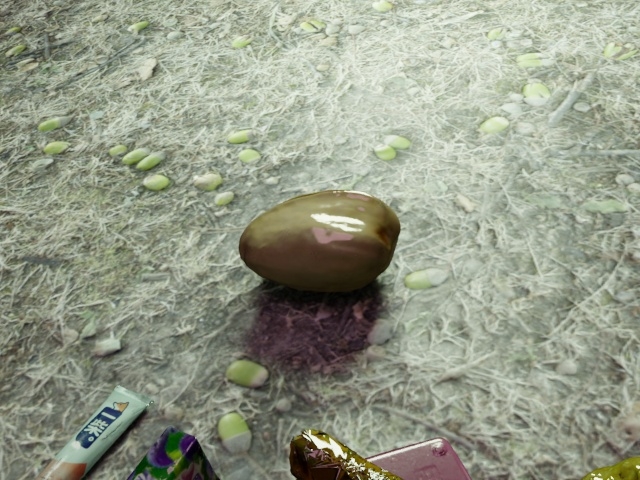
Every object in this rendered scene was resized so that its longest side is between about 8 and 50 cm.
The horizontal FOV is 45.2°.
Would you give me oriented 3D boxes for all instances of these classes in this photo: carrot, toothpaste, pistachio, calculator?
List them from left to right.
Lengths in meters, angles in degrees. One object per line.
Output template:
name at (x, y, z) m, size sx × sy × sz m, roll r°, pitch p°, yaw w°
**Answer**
toothpaste at (-0.270, 0.241, 0.853) m, size 0.056 × 0.036 × 0.205 m, roll 16°, pitch 45°, yaw 25°
pistachio at (0.000, 0.000, 0.992) m, size 0.206 × 0.131 × 0.129 m, roll 1°, pitch 1°, yaw 13°
calculator at (0.063, 0.268, 0.762) m, size 0.191 × 0.034 × 0.126 m, roll -17°, pitch 41°, yaw -9°
carrot at (0.069, 0.248, 0.712) m, size 0.229 × 0.069 × 0.069 m, roll 23°, pitch 52°, yaw 28°

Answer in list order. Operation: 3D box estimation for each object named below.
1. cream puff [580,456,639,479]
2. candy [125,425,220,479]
cream puff at (0.251, 0.285, 0.566) m, size 0.196 × 0.244 × 0.244 m, roll -35°, pitch 47°, yaw -11°
candy at (-0.206, 0.320, 0.713) m, size 0.061 × 0.088 × 0.312 m, roll 15°, pitch 48°, yaw 29°
